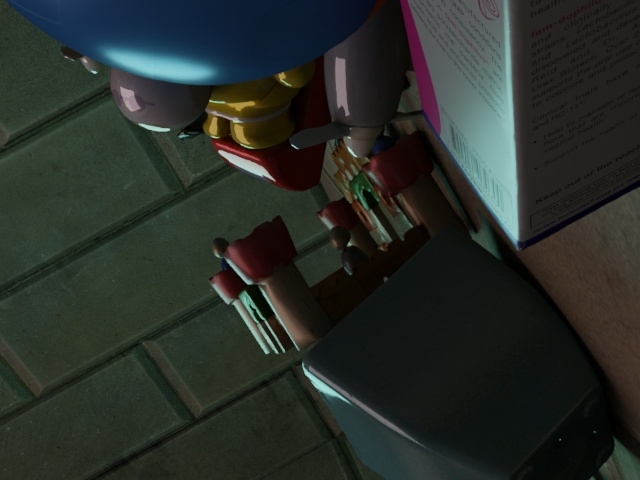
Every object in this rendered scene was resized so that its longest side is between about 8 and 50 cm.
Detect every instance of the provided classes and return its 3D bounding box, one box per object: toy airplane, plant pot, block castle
[{"bbox_3d":[-0.081,-0.212,0.760,0.384,0.272,0.386,46,152,-11],"label":"toy airplane"},{"bbox_3d":[0.180,0.182,0.982,0.252,0.248,0.247,33,159,44],"label":"plant pot"},{"bbox_3d":[0.000,0.000,1.259,0.212,0.303,0.453,57,168,2],"label":"block castle"}]

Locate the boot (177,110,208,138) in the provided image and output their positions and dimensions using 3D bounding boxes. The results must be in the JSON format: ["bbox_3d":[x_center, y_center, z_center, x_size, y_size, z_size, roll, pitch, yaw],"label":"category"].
[{"bbox_3d":[-0.096,-0.243,1.245,0.091,0.229,0.262,-26,55,52],"label":"boot"}]

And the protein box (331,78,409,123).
[{"bbox_3d":[-0.030,-0.207,1.083,0.136,0.201,0.200,61,178,-17],"label":"protein box"}]

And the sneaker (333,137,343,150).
[{"bbox_3d":[0.060,-0.153,1.410,0.166,0.076,0.065,60,179,24],"label":"sneaker"}]

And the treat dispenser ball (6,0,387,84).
[{"bbox_3d":[-0.068,-0.231,0.478,0.288,0.288,0.288,61,178,3],"label":"treat dispenser ball"}]

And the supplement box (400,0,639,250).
[{"bbox_3d":[0.104,-0.108,0.390,0.111,0.114,0.220,61,180,29],"label":"supplement box"}]
